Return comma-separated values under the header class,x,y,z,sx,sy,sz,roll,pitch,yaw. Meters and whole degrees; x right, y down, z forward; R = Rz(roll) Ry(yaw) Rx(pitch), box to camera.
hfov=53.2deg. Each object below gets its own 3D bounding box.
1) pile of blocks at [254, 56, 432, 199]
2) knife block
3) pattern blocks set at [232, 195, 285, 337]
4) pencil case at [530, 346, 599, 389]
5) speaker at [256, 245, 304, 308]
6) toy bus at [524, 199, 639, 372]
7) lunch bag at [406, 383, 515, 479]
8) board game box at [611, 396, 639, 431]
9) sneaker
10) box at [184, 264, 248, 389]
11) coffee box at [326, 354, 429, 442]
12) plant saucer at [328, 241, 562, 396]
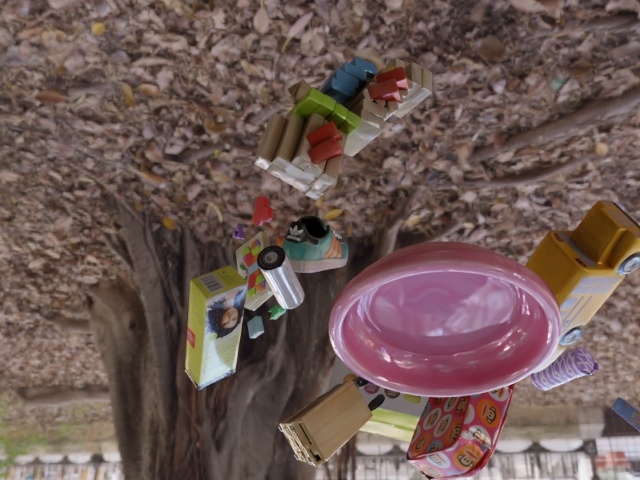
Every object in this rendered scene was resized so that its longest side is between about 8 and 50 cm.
class,x,y,z,sx,sy,sz,roll,pitch,yaw
pile of blocks,0.050,-0.211,0.937,0.149,0.362,0.112,48,141,-6
knife block,0.044,0.334,1.258,0.242,0.088,0.276,-30,171,-17
pattern blocks set,-0.170,0.076,1.686,0.026,0.325,0.285,8,136,-38
pencil case,0.716,0.381,1.885,0.088,0.086,0.206,23,147,-16
speaker,-0.071,0.070,1.172,0.055,0.055,0.136,-6,143,13
toy bus,0.415,0.088,1.114,0.130,0.108,0.333,2,131,-27
lunch bag,0.321,0.424,1.527,0.120,0.293,0.258,40,143,-6
board game box,0.805,0.450,1.475,0.211,0.039,0.160,28,-172,-16
sneaker,0.000,0.000,1.541,0.108,0.121,0.302,13,-170,20
box,-0.188,0.157,1.130,0.087,0.058,0.232,-22,139,-35
coffee box,0.237,0.455,2.135,0.337,0.335,0.338,9,151,14
plant saucer,0.179,0.114,0.946,0.331,0.084,0.332,4,137,3
